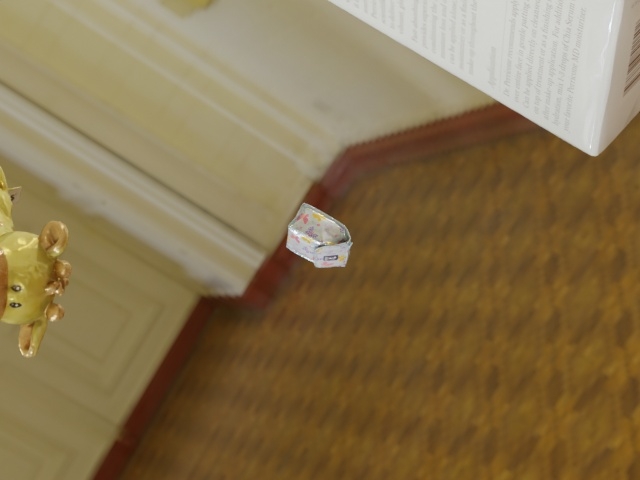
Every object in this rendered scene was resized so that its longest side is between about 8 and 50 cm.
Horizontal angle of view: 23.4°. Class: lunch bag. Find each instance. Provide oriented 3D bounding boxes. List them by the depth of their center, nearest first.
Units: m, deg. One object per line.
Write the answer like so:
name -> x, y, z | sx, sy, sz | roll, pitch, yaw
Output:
lunch bag -> 0.000, 0.000, 2.024 | 0.053, 0.083, 0.071 | -59, -8, -23

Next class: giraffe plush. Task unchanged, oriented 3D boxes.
giraffe plush -> -0.325, 0.028, 1.484 | 0.210, 0.170, 0.181 | -34, -40, -30

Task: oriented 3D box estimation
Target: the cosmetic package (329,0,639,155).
cosmetic package -> 0.131, -0.301, 1.475 | 0.161, 0.453, 0.230 | -45, -25, -25
